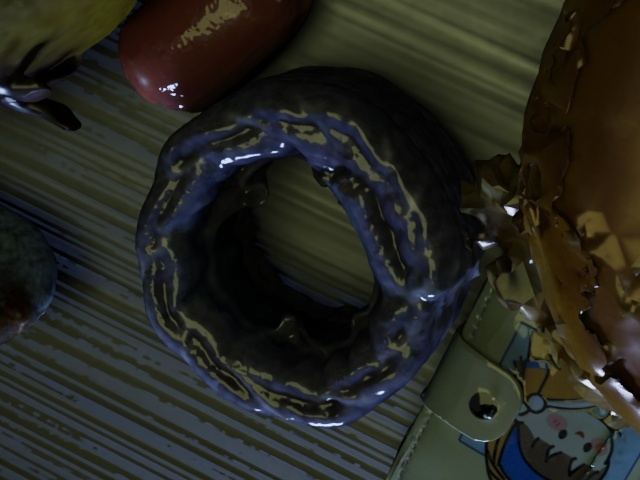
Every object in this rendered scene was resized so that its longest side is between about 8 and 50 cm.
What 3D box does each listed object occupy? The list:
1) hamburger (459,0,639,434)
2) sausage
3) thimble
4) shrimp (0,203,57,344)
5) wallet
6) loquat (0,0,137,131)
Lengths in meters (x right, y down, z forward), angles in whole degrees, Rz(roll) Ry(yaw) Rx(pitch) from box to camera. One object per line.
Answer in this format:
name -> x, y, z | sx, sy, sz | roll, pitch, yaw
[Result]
hamburger -> 0.182, -0.025, 0.485 | 0.260, 0.211, 0.245 | -5, 102, 13
sausage -> -0.048, -0.095, 0.618 | 0.094, 0.059, 0.054 | -37, 93, 20
thimble -> -0.002, -0.002, 0.607 | 0.150, 0.098, 0.150 | 4, 105, 17
shrimp -> -0.237, -0.005, 0.692 | 0.233, 0.079, 0.090 | 18, 146, 15
wallet -> 0.102, 0.081, 0.626 | 0.110, 0.039, 0.155 | 28, 109, 8
loquat -> -0.178, -0.130, 0.572 | 0.213, 0.213, 0.213 | 4, 104, 16
